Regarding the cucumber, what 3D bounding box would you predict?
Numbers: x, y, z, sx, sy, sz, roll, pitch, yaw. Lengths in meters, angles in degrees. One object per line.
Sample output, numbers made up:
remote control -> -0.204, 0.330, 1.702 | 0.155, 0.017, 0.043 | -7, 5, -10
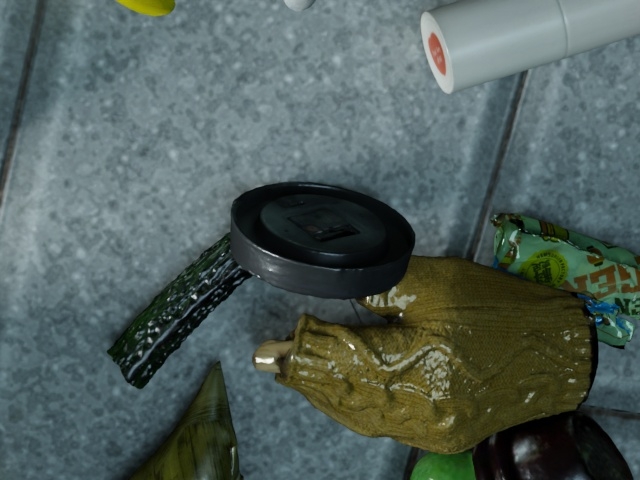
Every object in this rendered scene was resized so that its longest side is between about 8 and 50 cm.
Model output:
cucumber -> -0.135, 0.066, 1.817 | 0.187, 0.058, 0.058 | -45, 114, 3

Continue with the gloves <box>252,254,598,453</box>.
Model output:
gloves -> 0.107, 0.116, 1.831 | 0.356, 0.155, 0.203 | 1, 118, -8

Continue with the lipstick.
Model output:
lipstick -> 0.266, -0.234, 1.805 | 0.327, 0.087, 0.087 | -18, 113, -9

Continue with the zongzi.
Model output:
zongzi -> -0.177, 0.242, 1.855 | 0.205, 0.094, 0.204 | -11, 101, -9

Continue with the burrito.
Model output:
burrito -> 0.295, 0.053, 1.933 | 0.288, 0.054, 0.104 | 18, 104, -21

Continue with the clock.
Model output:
clock -> 0.000, 0.000, 1.764 | 0.184, 0.184, 0.040 | 2, 118, -16

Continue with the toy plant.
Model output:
toy plant -> 0.215, 0.289, 1.946 | 0.235, 0.175, 0.218 | -32, 110, 27

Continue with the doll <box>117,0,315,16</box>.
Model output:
doll -> -0.132, -0.321, 1.653 | 0.252, 0.111, 0.237 | -6, 95, -12
